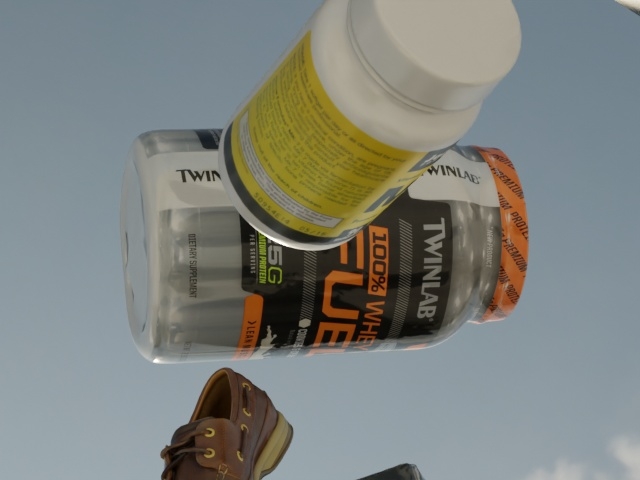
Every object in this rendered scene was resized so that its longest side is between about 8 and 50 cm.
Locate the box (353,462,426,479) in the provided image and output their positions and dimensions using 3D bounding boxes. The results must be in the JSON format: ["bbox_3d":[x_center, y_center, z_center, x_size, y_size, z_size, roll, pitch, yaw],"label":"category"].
[{"bbox_3d":[0.054,0.394,1.178,0.212,0.293,0.395,-18,-32,7],"label":"box"}]

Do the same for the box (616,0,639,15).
[{"bbox_3d":[0.105,-0.116,0.249,0.270,0.143,0.165,29,-91,-20],"label":"box"}]

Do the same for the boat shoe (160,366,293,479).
[{"bbox_3d":[-0.068,0.134,0.868,0.064,0.178,0.060,-26,-74,23],"label":"boat shoe"}]

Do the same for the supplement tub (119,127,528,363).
[{"bbox_3d":[0.000,0.000,1.272,0.316,0.193,0.193,-3,-73,-15],"label":"supplement tub"}]

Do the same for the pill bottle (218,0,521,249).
[{"bbox_3d":[0.028,-0.087,0.949,0.119,0.208,0.119,13,-120,-23],"label":"pill bottle"}]
